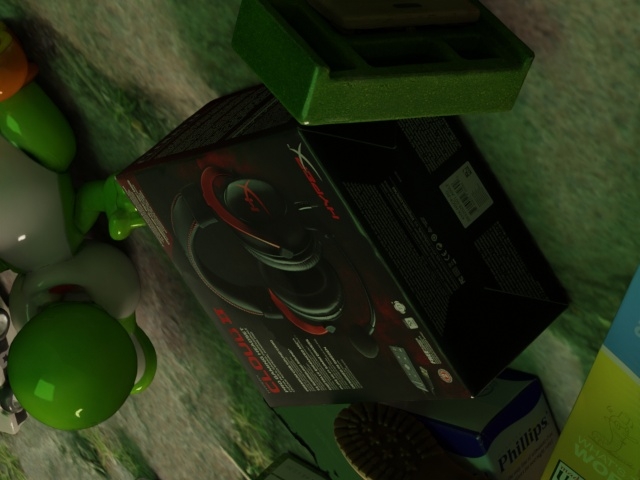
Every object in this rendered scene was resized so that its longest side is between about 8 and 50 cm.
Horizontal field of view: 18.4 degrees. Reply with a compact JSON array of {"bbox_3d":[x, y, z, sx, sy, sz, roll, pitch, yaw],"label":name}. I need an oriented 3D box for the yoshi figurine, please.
[{"bbox_3d":[-0.242,0.015,1.667,0.203,0.203,0.362,4,131,45],"label":"yoshi figurine"}]

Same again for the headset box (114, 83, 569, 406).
[{"bbox_3d":[0.000,0.000,1.385,0.293,0.110,0.218,-9,118,57],"label":"headset box"}]

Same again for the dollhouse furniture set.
[{"bbox_3d":[0.001,-0.232,1.159,0.301,0.151,0.197,50,136,38],"label":"dollhouse furniture set"}]

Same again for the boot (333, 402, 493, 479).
[{"bbox_3d":[0.071,0.181,1.409,0.158,0.059,0.084,38,153,17],"label":"boot"}]

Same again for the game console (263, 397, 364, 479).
[{"bbox_3d":[0.014,0.155,1.654,0.107,0.071,0.122,-37,95,31],"label":"game console"}]

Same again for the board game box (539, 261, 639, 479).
[{"bbox_3d":[0.273,0.137,1.213,0.242,0.064,0.316,39,150,18],"label":"board game box"}]

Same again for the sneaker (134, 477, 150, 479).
[{"bbox_3d":[-0.154,0.293,2.020,0.067,0.042,0.118,27,152,42],"label":"sneaker"}]

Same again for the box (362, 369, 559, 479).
[{"bbox_3d":[0.114,0.161,1.457,0.126,0.072,0.137,12,133,48],"label":"box"}]

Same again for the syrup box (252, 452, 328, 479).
[{"bbox_3d":[-0.068,0.302,1.708,0.093,0.237,0.096,25,143,36],"label":"syrup box"}]

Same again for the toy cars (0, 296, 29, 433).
[{"bbox_3d":[-0.411,0.024,2.021,0.393,0.087,0.176,48,138,-6],"label":"toy cars"}]
